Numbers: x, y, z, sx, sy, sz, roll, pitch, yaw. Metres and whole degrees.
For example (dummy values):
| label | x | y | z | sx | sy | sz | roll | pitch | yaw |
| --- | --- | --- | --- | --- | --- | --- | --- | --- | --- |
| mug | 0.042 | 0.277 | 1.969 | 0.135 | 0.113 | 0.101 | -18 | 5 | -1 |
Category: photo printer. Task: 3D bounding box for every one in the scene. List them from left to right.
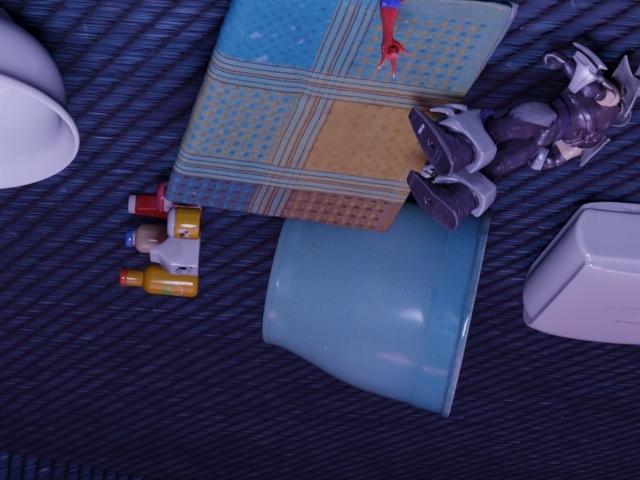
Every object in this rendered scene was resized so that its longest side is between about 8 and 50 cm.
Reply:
| label | x | y | z | sx | sy | sz | roll | pitch | yaw |
| --- | --- | --- | --- | --- | --- | --- | --- | --- | --- |
| photo printer | 0.416 | 0.055 | 2.196 | 0.256 | 0.107 | 0.307 | 6 | 158 | -9 |

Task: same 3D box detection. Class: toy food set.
| label | x | y | z | sx | sy | sz | roll | pitch | yaw |
| --- | --- | --- | --- | --- | --- | --- | --- | --- | --- |
| toy food set | -0.205 | -0.009 | 2.103 | 0.104 | 0.111 | 0.232 | 4 | 161 | -3 |

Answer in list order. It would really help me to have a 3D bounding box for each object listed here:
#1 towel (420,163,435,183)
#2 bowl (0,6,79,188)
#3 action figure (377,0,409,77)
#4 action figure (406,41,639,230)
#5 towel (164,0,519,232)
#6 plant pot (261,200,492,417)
| label | x | y | z | sx | sy | sz | roll | pitch | yaw |
| --- | --- | --- | --- | --- | --- | --- | --- | --- | --- |
| towel | 0.068 | -0.091 | 1.995 | 0.113 | 0.023 | 0.152 | -8 | 158 | 32 |
| bowl | -0.390 | -0.169 | 1.692 | 0.297 | 0.134 | 0.298 | 2 | 158 | 1 |
| action figure | 0.033 | -0.246 | 1.453 | 0.280 | 0.139 | 0.091 | 17 | 156 | -38 |
| action figure | 0.223 | -0.120 | 1.708 | 0.285 | 0.099 | 0.185 | -23 | 147 | -28 |
| towel | 0.009 | -0.145 | 1.693 | 0.271 | 0.040 | 0.370 | 9 | 141 | -16 |
| plant pot | 0.066 | 0.066 | 2.091 | 0.255 | 0.272 | 0.272 | 12 | 159 | 5 |
